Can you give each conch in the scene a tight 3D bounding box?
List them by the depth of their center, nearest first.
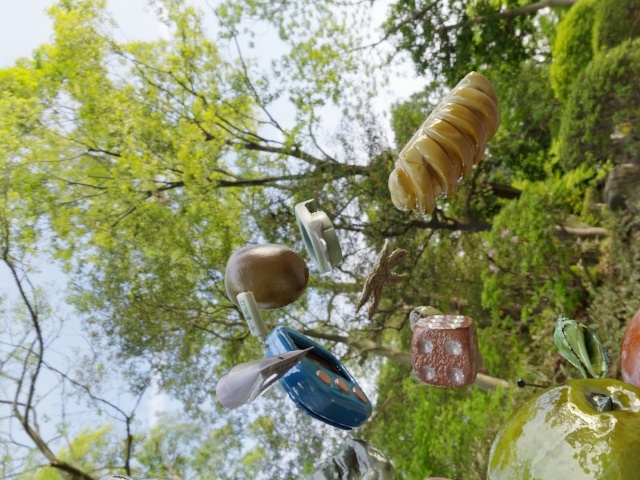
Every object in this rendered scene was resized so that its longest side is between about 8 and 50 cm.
[{"bbox_3d":[0.656,0.261,1.122,0.080,0.095,0.200,34,-160,-37],"label":"conch"}]

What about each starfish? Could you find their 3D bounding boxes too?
[{"bbox_3d":[0.205,0.134,1.495,0.302,0.060,0.299,-56,-31,-13],"label":"starfish"}]

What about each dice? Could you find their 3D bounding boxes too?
[{"bbox_3d":[0.368,0.319,1.304,0.175,0.174,0.179,-19,-77,-61],"label":"dice"}]

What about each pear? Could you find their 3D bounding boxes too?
[{"bbox_3d":[0.352,0.338,0.584,0.253,0.253,0.307,-26,-61,-53],"label":"pear"}]

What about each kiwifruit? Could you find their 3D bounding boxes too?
[{"bbox_3d":[-0.147,0.101,1.229,0.196,0.234,0.195,-7,-90,-88],"label":"kiwifruit"}]

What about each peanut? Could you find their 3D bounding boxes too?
[{"bbox_3d":[0.418,0.335,1.478,0.130,0.290,0.130,-45,-12,-13],"label":"peanut"}]

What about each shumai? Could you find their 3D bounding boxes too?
[{"bbox_3d":[0.042,0.702,1.134,0.264,0.309,0.303,-2,-62,-36],"label":"shumai"}]

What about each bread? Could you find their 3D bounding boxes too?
[{"bbox_3d":[0.265,-0.183,0.924,0.311,0.121,0.173,-52,-27,-10],"label":"bread"}]

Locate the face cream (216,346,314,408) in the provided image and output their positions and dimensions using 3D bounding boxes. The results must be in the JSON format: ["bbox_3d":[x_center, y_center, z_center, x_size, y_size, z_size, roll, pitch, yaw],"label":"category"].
[{"bbox_3d":[-0.145,0.321,1.055,0.154,0.274,0.096,-5,-116,-47],"label":"face cream"}]

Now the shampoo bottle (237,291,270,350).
[{"bbox_3d":[-0.147,0.183,0.996,0.034,0.049,0.141,-22,-88,-41],"label":"shampoo bottle"}]

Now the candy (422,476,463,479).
[{"bbox_3d":[0.401,0.824,1.335,0.255,0.255,0.094,1,-78,-57],"label":"candy"}]

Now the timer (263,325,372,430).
[{"bbox_3d":[-0.011,0.401,1.289,0.115,0.309,0.340,-48,-50,3],"label":"timer"}]

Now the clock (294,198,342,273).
[{"bbox_3d":[0.000,0.000,1.804,0.109,0.324,0.265,-20,-58,-9],"label":"clock"}]

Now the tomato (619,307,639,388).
[{"bbox_3d":[0.599,0.181,0.645,0.265,0.265,0.264,-10,-78,-56],"label":"tomato"}]

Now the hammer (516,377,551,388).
[{"bbox_3d":[0.787,0.480,1.414,0.058,0.292,0.029,21,-107,-63],"label":"hammer"}]

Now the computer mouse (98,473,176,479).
[{"bbox_3d":[-0.462,0.720,1.196,0.090,0.380,0.167,-83,-16,-68],"label":"computer mouse"}]
